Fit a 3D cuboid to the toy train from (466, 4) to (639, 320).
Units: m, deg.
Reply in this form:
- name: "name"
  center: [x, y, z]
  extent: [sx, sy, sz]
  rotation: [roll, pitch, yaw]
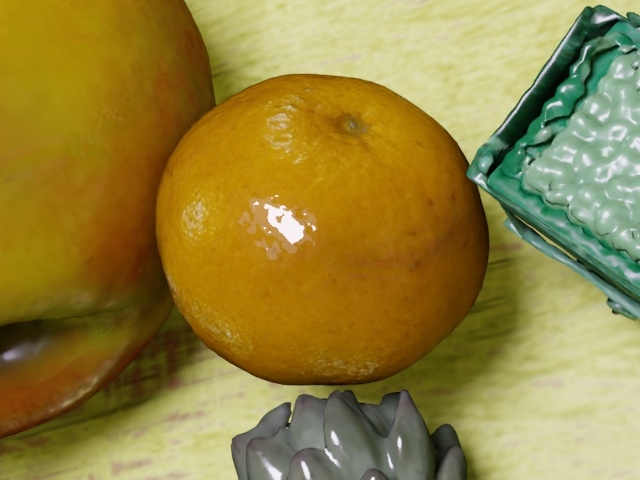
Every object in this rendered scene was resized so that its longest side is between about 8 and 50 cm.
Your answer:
- name: "toy train"
  center: [0.195, 0.006, 0.667]
  extent: [0.269, 0.154, 0.115]
  rotation: [38, 86, 32]

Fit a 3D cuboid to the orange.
- name: "orange"
  center: [0.000, 0.000, 0.716]
  extent: [0.159, 0.159, 0.136]
  rotation: [44, 135, 31]

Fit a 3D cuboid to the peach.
- name: "peach"
  center: [-0.207, -0.062, 0.801]
  extent: [0.308, 0.308, 0.332]
  rotation: [-25, 65, 15]

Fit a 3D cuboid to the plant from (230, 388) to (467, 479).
- name: "plant"
  center: [0.023, 0.169, 0.698]
  extent: [0.129, 0.132, 0.194]
  rotation: [-21, 57, 12]
